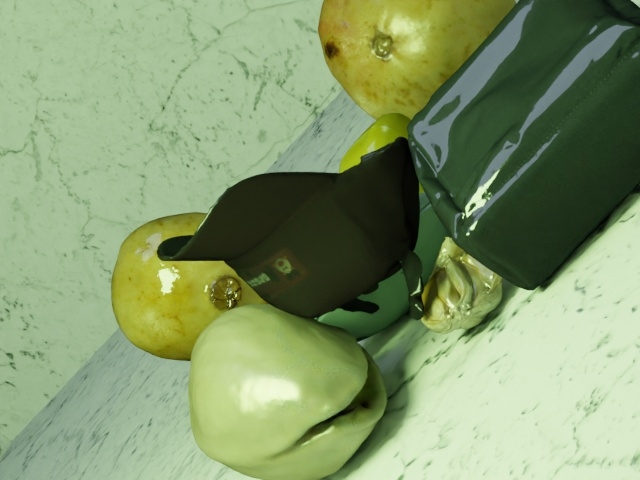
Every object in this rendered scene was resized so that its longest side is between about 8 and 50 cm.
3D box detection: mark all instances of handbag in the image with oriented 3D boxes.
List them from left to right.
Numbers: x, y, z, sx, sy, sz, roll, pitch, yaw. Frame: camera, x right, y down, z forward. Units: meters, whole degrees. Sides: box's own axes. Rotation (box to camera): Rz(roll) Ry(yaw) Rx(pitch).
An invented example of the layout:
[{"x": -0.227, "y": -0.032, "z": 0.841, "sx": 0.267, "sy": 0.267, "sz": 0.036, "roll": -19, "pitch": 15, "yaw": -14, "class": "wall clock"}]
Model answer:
[{"x": 0.255, "y": -0.122, "z": 1.543, "sx": 0.302, "sy": 0.178, "sz": 0.275, "roll": -48, "pitch": 25, "yaw": 14, "class": "handbag"}]

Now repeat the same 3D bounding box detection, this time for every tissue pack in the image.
[{"x": 0.115, "y": -0.076, "z": 1.939, "sx": 0.123, "sy": 0.178, "sz": 0.127, "roll": -44, "pitch": 8, "yaw": 39, "class": "tissue pack"}]

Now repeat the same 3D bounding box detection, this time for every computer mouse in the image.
[{"x": 0.088, "y": 0.047, "z": 1.819, "sx": 0.288, "sy": 0.097, "sz": 0.159, "roll": -38, "pitch": -20, "yaw": 16, "class": "computer mouse"}]

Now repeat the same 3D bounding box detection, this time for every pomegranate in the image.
[{"x": -0.227, "y": 0.086, "z": 2.525, "sx": 0.307, "sy": 0.307, "sz": 0.307, "roll": -47, "pitch": 10, "yaw": 11, "class": "pomegranate"}, {"x": 0.167, "y": -0.345, "z": 2.399, "sx": 0.342, "sy": 0.342, "sz": 0.342, "roll": -47, "pitch": 10, "yaw": 11, "class": "pomegranate"}]

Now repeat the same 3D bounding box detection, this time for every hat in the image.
[{"x": -0.007, "y": 0.028, "z": 1.611, "sx": 0.336, "sy": 0.209, "sz": 0.238, "roll": -20, "pitch": -6, "yaw": -39, "class": "hat"}]

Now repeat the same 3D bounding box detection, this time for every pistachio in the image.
[{"x": -0.042, "y": 0.179, "z": 1.661, "sx": 0.226, "sy": 0.208, "sz": 0.332, "roll": -29, "pitch": 14, "yaw": -17, "class": "pistachio"}]

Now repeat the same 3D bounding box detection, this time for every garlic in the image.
[{"x": 0.159, "y": 0.057, "z": 1.572, "sx": 0.113, "sy": 0.074, "sz": 0.094, "roll": -47, "pitch": 41, "yaw": 15, "class": "garlic"}]
